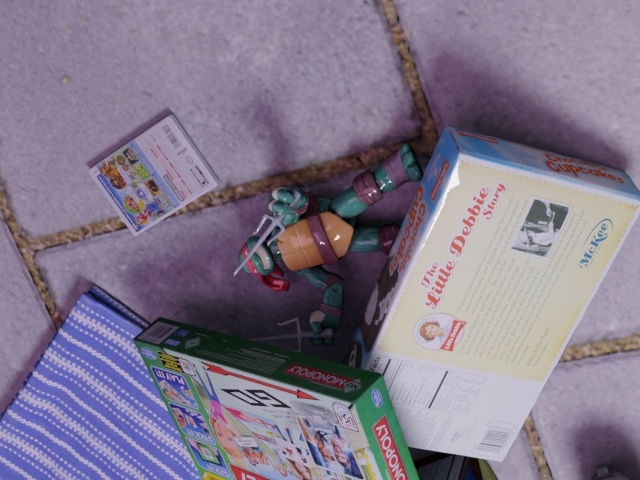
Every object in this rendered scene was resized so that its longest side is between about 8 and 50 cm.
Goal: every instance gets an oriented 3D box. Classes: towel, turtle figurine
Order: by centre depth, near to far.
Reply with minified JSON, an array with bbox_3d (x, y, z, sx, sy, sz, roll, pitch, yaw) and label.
[{"bbox_3d":[0.000,0.000,1.067,0.234,0.118,0.175,-23,126,9],"label":"turtle figurine"},{"bbox_3d":[-0.258,0.238,1.302,0.243,0.040,0.336,38,119,-1],"label":"towel"}]

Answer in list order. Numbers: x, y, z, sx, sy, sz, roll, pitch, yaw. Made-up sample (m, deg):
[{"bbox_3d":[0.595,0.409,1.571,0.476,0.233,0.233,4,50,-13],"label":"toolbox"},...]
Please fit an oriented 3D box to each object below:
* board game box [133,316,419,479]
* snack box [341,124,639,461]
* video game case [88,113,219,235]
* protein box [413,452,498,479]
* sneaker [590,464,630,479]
[{"bbox_3d":[-0.038,0.196,1.090,0.317,0.046,0.214,8,128,45],"label":"board game box"},{"bbox_3d":[0.146,0.062,1.040,0.187,0.060,0.322,13,119,-17],"label":"snack box"},{"bbox_3d":[-0.176,-0.067,1.156,0.122,0.011,0.087,-29,102,26],"label":"video game case"},{"bbox_3d":[0.114,0.357,1.175,0.201,0.136,0.200,-26,103,26],"label":"protein box"},{"bbox_3d":[0.339,0.355,1.113,0.105,0.115,0.281,-15,102,14],"label":"sneaker"}]
